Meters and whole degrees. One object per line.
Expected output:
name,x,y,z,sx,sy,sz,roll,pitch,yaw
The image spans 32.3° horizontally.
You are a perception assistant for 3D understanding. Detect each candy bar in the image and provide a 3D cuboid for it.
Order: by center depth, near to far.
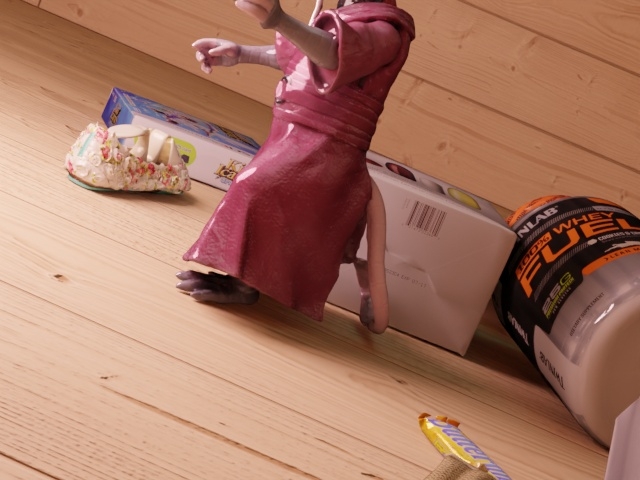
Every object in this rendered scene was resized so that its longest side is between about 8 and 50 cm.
candy bar,0.118,0.168,0.802,0.040,0.018,0.161,18,12,-27

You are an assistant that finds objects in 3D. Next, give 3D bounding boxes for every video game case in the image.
video game case,-0.191,-0.144,1.653,0.244,0.061,0.269,20,10,-22

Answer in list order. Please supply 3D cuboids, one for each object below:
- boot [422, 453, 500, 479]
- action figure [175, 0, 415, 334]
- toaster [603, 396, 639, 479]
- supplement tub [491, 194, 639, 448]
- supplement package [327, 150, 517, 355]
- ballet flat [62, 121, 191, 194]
boot,0.146,0.185,0.574,0.204,0.095,0.262,26,13,27
action figure,0.012,-0.105,0.987,0.276,0.370,0.248,22,10,-12
toaster,0.280,0.171,0.714,0.168,0.110,0.185,17,-27,2
supplement tub,0.297,0.070,1.158,0.194,0.193,0.316,20,15,-17
supplement package,0.091,0.003,1.245,0.194,0.149,0.203,22,11,-4
ballet flat,-0.209,-0.096,1.300,0.091,0.077,0.241,25,9,16
